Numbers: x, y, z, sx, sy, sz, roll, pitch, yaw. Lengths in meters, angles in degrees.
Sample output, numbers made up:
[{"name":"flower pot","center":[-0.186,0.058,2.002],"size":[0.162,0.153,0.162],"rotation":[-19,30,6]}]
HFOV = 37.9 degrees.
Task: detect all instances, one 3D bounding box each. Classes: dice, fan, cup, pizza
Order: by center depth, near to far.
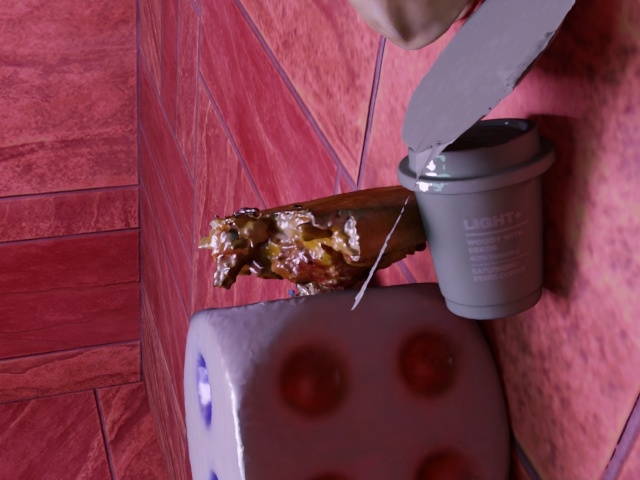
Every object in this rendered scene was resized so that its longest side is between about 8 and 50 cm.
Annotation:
[{"name":"fan","center":[0.090,-0.078,0.653],"size":[0.182,0.010,0.310],"rotation":[-19,39,61]},{"name":"cup","center":[0.128,-0.017,0.721],"size":[0.120,0.120,0.141],"rotation":[-146,40,-66]},{"name":"pizza","center":[0.000,0.000,0.845],"size":[0.289,0.229,0.081],"rotation":[-36,-61,-79]},{"name":"dice","center":[0.017,0.173,0.877],"size":[0.243,0.259,0.251],"rotation":[156,108,-68]}]

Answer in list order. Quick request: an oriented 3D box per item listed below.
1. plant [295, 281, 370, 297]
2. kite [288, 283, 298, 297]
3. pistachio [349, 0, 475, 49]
[{"name":"plant","center":[0.002,0.091,1.090],"size":[0.122,0.104,0.116],"rotation":[-28,72,27]},{"name":"kite","center":[0.009,0.115,1.255],"size":[0.285,0.015,0.152],"rotation":[-123,34,-48]},{"name":"pistachio","center":[0.069,-0.276,0.759],"size":[0.157,0.157,0.229],"rotation":[-141,34,-64]}]
